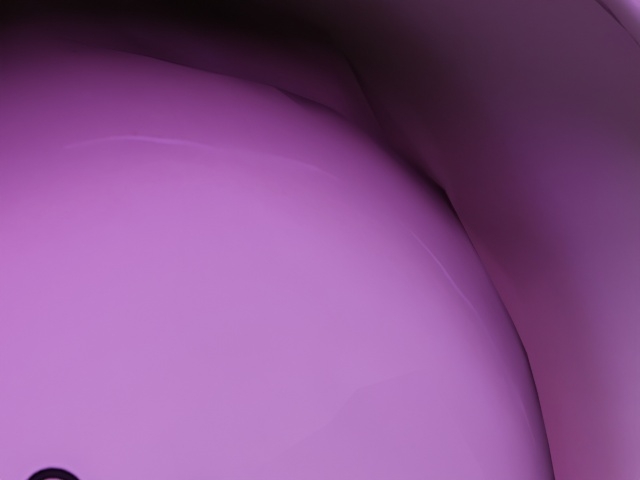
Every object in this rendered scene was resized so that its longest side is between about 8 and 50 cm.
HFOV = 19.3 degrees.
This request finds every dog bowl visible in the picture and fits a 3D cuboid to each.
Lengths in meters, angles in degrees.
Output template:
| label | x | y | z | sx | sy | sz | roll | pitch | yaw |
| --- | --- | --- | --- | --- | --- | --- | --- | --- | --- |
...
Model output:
| label | x | y | z | sx | sy | sz | roll | pitch | yaw |
| --- | --- | --- | --- | --- | --- | --- | --- | --- | --- |
| dog bowl | -0.040 | 0.090 | 0.414 | 0.150 | 0.408 | 0.408 | 0 | 52 | 55 |
